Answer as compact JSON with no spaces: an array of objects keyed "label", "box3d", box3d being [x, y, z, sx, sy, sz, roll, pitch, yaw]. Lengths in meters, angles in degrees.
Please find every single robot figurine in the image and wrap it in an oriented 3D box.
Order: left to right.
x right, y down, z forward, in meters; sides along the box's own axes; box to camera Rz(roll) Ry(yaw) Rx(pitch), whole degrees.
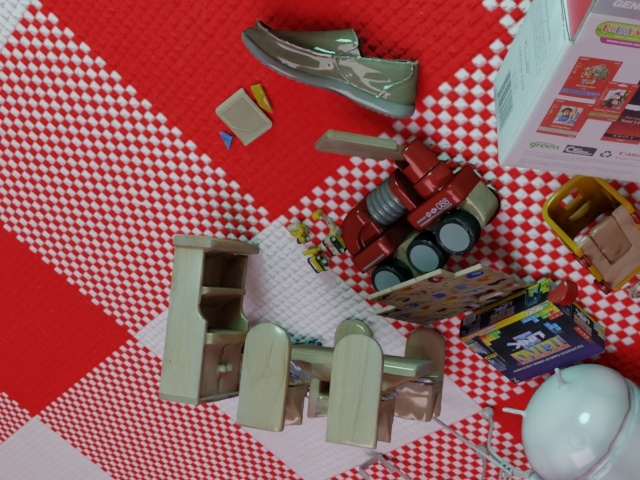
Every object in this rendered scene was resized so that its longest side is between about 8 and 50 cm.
[{"label":"robot figurine","box3d":[0.454,0.323,1.305,0.353,0.200,0.300,35,116,-7]}]

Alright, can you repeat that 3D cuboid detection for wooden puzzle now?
[{"label":"wooden puzzle","box3d":[-0.113,-0.186,1.286,0.116,0.014,0.078,-22,111,36]}]

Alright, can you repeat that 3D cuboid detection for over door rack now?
[{"label":"over door rack","box3d":[0.231,0.390,1.544,0.324,0.108,0.239,22,133,26]}]

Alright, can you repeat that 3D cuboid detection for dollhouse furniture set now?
[{"label":"dollhouse furniture set","box3d":[-0.025,0.137,1.315,0.394,0.362,0.256,5,88,22]}]

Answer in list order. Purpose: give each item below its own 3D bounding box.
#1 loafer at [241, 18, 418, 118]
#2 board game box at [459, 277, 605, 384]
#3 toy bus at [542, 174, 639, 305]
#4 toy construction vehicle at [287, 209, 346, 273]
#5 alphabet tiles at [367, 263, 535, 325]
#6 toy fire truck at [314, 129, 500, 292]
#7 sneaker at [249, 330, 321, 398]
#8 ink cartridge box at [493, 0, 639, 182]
[{"label":"loafer","box3d":[0.019,-0.244,1.139,0.251,0.094,0.087,21,108,-4]},{"label":"board game box","box3d":[0.322,0.144,1.313,0.141,0.048,0.170,39,133,-21]},{"label":"toy bus","box3d":[0.373,-0.010,1.141,0.104,0.191,0.202,55,146,38]},{"label":"toy construction vehicle","box3d":[0.000,0.000,1.375,0.086,0.035,0.098,-20,114,48]},{"label":"alphabet tiles","box3d":[0.180,0.081,1.252,0.198,0.009,0.237,-23,156,30]},{"label":"toy fire truck","box3d":[0.094,-0.059,1.216,0.246,0.158,0.217,49,131,-2]},{"label":"sneaker","box3d":[-0.054,0.198,1.543,0.224,0.083,0.098,31,110,-4]},{"label":"ink cartridge box","box3d":[0.370,-0.182,0.878,0.309,0.130,0.272,7,150,-6]}]
